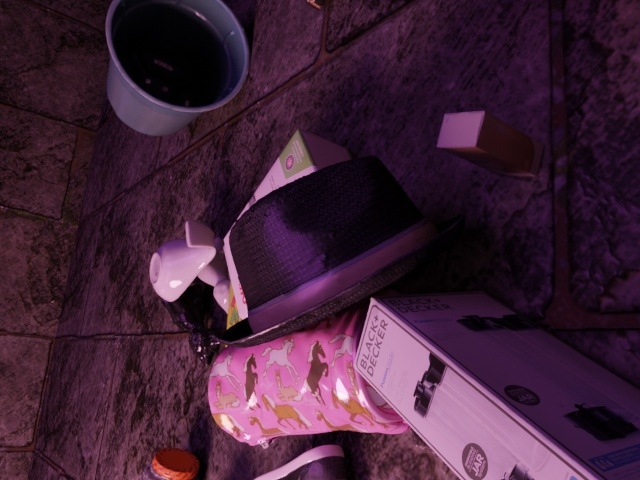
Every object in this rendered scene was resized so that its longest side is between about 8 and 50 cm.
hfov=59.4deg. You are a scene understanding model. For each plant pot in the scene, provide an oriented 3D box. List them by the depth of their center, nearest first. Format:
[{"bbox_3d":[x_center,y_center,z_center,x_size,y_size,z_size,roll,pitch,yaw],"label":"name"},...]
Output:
[{"bbox_3d":[-0.401,-0.443,1.463,0.334,0.341,0.341,-17,64,61],"label":"plant pot"}]

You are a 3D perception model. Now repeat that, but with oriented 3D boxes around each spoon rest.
[{"bbox_3d":[-0.290,0.041,1.182,0.276,0.084,0.137,-34,58,50],"label":"spoon rest"}]

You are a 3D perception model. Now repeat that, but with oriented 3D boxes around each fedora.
[{"bbox_3d":[0.000,0.000,0.693,0.334,0.334,0.152,-29,89,47],"label":"fedora"}]

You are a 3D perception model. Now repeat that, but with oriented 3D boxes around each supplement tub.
[{"bbox_3d":[-0.314,0.526,1.127,0.117,0.117,0.190,24,98,56],"label":"supplement tub"}]

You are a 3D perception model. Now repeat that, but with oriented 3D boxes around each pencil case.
[{"bbox_3d":[-0.009,0.190,0.785,0.386,0.167,0.160,-28,16,47],"label":"pencil case"}]

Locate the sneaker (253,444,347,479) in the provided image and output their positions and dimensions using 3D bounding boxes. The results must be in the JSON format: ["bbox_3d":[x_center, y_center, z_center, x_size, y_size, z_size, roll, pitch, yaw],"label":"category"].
[{"bbox_3d":[-0.037,0.394,0.814,0.217,0.079,0.121,-46,42,34],"label":"sneaker"}]

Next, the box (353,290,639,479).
[{"bbox_3d":[0.178,0.148,0.512,0.290,0.169,0.087,38,122,55],"label":"box"}]

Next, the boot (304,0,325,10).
[{"bbox_3d":[0.028,-0.566,1.097,0.137,0.077,0.198,-10,70,48],"label":"boot"}]

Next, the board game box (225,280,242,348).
[{"bbox_3d":[-0.131,0.160,1.054,0.092,0.043,0.181,-15,65,39],"label":"board game box"}]

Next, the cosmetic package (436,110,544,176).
[{"bbox_3d":[0.195,-0.108,0.641,0.060,0.115,0.041,13,89,56],"label":"cosmetic package"}]

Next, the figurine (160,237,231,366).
[{"bbox_3d":[-0.243,0.128,1.218,0.209,0.092,0.215,49,117,42],"label":"figurine"}]

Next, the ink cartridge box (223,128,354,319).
[{"bbox_3d":[-0.041,-0.013,0.942,0.273,0.115,0.198,-52,40,30],"label":"ink cartridge box"}]
